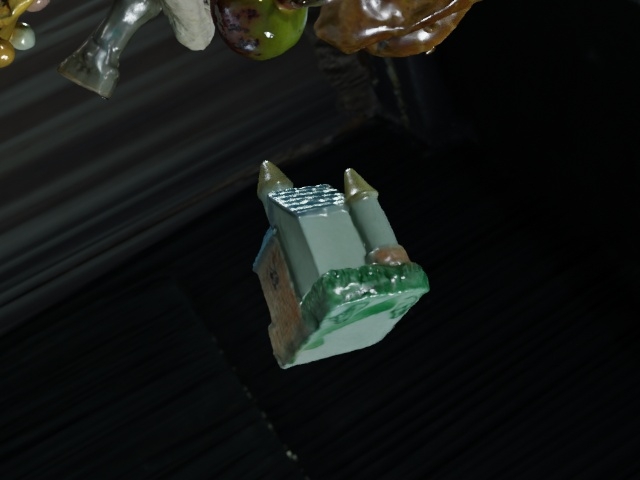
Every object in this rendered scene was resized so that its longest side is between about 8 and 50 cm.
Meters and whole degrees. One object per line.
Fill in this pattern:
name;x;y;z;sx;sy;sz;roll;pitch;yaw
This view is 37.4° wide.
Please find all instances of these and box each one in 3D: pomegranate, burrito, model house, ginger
pomegranate;-0.067;-0.282;1.151;0.159;0.129;0.129;36;-27;61
burrito;-0.279;-0.504;1.876;0.299;0.105;0.143;86;-15;-75
model house;0.000;0.000;1.537;0.325;0.194;0.267;67;-28;20
ginger;0.184;-0.393;1.306;0.176;0.418;0.254;54;12;2

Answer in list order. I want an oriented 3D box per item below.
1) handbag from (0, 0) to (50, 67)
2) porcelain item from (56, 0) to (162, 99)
handbag;-0.305;-0.352;1.064;0.133;0.401;0.283;37;5;-23
porcelain item;-0.228;-0.275;1.120;0.069;0.216;0.081;30;3;-5
